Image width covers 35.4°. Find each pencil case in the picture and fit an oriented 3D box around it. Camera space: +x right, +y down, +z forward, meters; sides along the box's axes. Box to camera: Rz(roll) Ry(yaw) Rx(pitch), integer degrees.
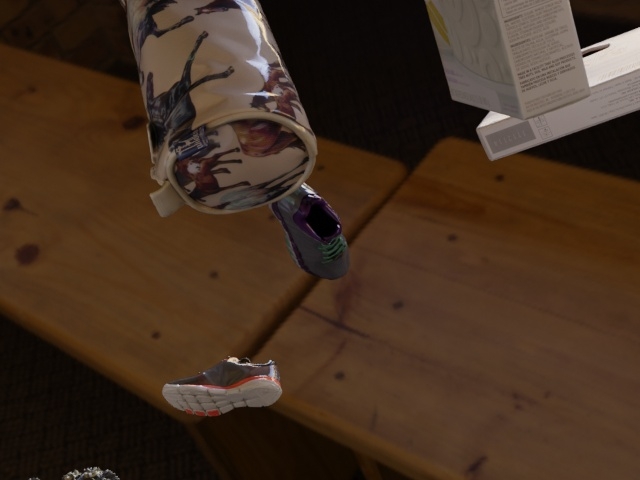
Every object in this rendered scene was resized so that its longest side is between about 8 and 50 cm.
[{"bbox_3d":[-0.148,-0.226,1.149,0.183,0.160,0.410,-16,59,-8],"label":"pencil case"}]

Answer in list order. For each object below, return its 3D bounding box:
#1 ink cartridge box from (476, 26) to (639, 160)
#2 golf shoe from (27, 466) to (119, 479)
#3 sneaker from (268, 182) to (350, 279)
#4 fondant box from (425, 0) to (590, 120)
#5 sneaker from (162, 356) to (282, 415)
[{"bbox_3d":[0.423,-0.247,1.618,0.296,0.066,0.261,-18,18,32],"label":"ink cartridge box"},{"bbox_3d":[-0.364,0.398,1.425,0.273,0.120,0.105,-17,11,36],"label":"golf shoe"},{"bbox_3d":[0.000,0.000,1.422,0.083,0.223,0.098,-45,46,-9],"label":"sneaker"},{"bbox_3d":[0.196,-0.325,1.209,0.096,0.330,0.238,-20,17,-8],"label":"fondant box"},{"bbox_3d":[-0.126,0.185,1.309,0.158,0.061,0.065,-4,44,5],"label":"sneaker"}]
